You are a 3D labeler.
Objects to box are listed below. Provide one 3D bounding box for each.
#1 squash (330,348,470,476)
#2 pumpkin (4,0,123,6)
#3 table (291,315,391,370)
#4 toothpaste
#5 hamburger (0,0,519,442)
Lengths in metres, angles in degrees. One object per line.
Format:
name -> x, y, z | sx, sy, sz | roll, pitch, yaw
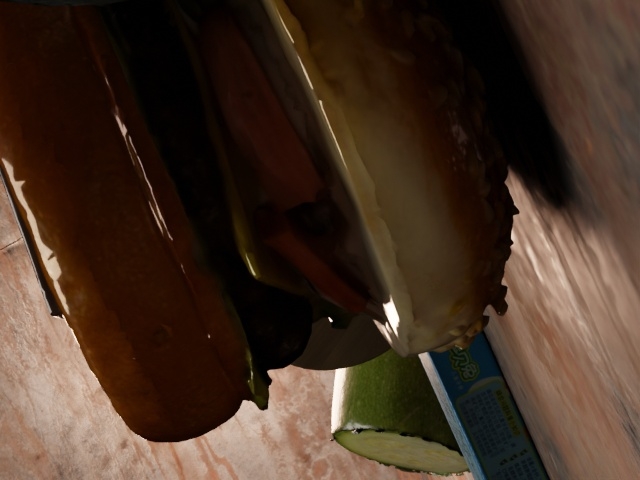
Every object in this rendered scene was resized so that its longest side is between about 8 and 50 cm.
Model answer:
squash -> 0.115, 0.132, 1.440 | 0.189, 0.189, 0.260 | 71, -151, -62
pumpkin -> -0.127, -0.214, 0.398 | 0.296, 0.296, 0.296 | 155, 90, -87
table -> 0.000, 0.000, 1.294 | 0.226, 0.167, 0.167 | -105, -5, -46
toothpaste -> 0.127, 0.136, 0.967 | 0.065, 0.050, 0.266 | -133, 18, -83
hamburger -> -0.036, -0.049, 0.608 | 0.291, 0.225, 0.291 | 156, 90, -86
